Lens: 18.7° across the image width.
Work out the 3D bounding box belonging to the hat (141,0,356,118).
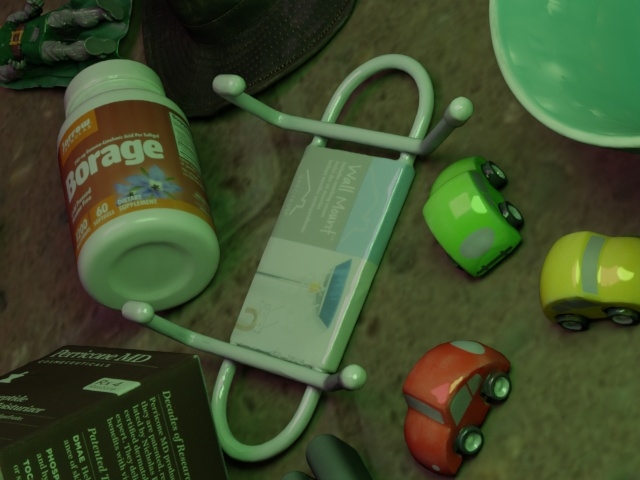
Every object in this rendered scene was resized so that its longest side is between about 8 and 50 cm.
[{"bbox_3d":[-0.094,-0.282,1.732,0.331,0.134,0.331,-24,51,35],"label":"hat"}]

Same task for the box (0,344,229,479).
[{"bbox_3d":[-0.197,0.192,1.458,0.168,0.203,0.167,0,109,45],"label":"box"}]

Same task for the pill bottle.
[{"bbox_3d":[-0.163,-0.052,1.675,0.121,0.121,0.216,-40,44,24],"label":"pill bottle"}]

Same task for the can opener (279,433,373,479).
[{"bbox_3d":[0.042,0.235,1.329,0.074,0.093,0.280,-51,32,9],"label":"can opener"}]

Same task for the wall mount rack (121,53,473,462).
[{"bbox_3d":[0.000,0.000,1.467,0.304,0.130,0.350,12,78,47],"label":"wall mount rack"}]

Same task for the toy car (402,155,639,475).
[{"bbox_3d":[0.118,0.020,1.388,0.239,0.053,0.225,-41,44,22],"label":"toy car"}]

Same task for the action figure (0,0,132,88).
[{"bbox_3d":[-0.276,-0.199,1.934,0.232,0.063,0.137,-4,68,49],"label":"action figure"}]

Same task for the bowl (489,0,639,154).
[{"bbox_3d":[0.278,-0.169,1.246,0.311,0.163,0.311,-25,50,35],"label":"bowl"}]
